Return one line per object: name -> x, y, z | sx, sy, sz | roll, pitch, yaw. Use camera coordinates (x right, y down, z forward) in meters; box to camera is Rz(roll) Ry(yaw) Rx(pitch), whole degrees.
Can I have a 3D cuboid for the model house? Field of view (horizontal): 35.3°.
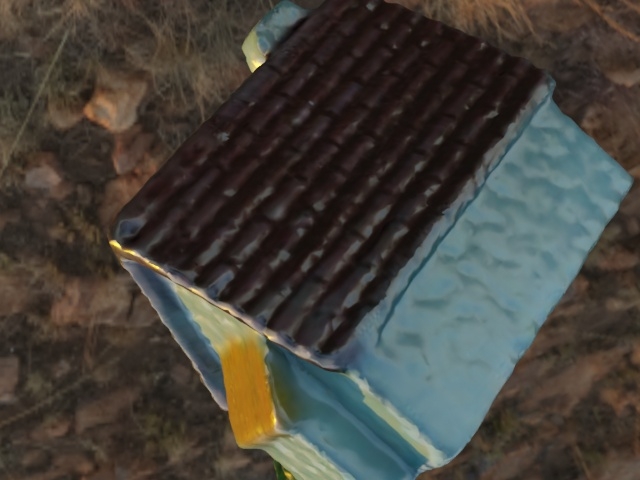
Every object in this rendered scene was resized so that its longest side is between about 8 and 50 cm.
model house -> 0.000, 0.000, 0.647 | 0.249, 0.280, 0.230 | 41, 150, -2
